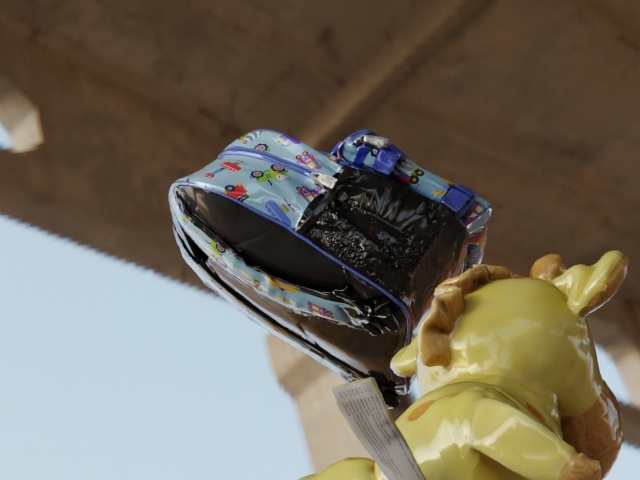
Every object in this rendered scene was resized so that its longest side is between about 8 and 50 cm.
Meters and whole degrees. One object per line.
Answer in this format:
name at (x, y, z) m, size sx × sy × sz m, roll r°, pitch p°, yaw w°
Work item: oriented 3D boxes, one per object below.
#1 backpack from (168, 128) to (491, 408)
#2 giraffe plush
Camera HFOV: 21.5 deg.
backpack at (0.000, 0.000, 1.013) m, size 0.117 × 0.173 × 0.158 m, roll -54°, pitch -17°, yaw -21°
giraffe plush at (0.073, 0.092, 0.751) m, size 0.181 × 0.170 × 0.210 m, roll 3°, pitch -55°, yaw 22°
